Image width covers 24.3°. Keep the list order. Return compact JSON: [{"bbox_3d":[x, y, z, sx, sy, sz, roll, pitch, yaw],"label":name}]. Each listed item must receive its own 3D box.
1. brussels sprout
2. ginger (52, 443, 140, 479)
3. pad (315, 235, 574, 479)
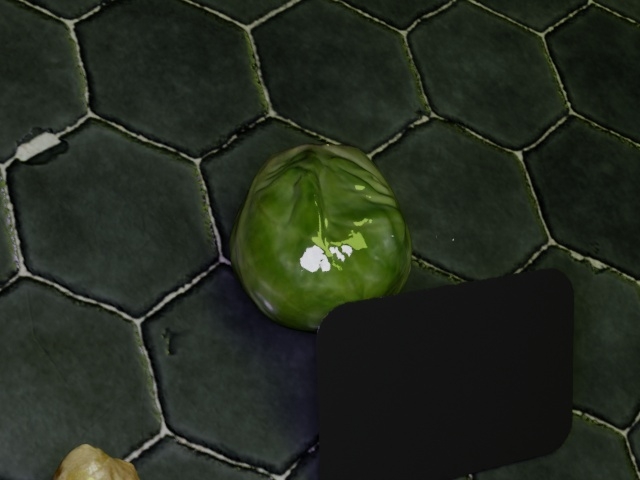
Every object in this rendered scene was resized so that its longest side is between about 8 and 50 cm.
[{"bbox_3d":[0.000,0.000,1.802,0.244,0.244,0.244,13,55,-19],"label":"brussels sprout"},{"bbox_3d":[-0.233,0.422,1.468,0.348,0.122,0.363,51,40,-2],"label":"ginger"},{"bbox_3d":[0.144,0.134,1.804,0.375,0.063,0.315,-7,105,-30],"label":"pad"}]
